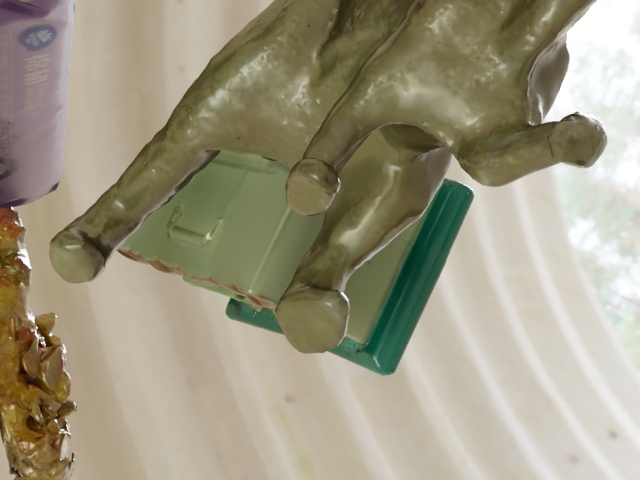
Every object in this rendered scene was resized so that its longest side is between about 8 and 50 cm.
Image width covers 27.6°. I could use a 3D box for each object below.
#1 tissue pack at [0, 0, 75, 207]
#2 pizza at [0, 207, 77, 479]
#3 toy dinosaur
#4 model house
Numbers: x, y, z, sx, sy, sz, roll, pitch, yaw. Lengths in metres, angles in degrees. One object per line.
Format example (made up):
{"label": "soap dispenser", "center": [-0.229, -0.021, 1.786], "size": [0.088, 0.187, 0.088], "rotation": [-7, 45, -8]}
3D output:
{"label": "tissue pack", "center": [-0.289, -0.134, 0.833], "size": [0.242, 0.160, 0.338], "rotation": [-11, -17, -17]}
{"label": "pizza", "center": [-0.276, 0.107, 1.220], "size": [0.074, 0.288, 0.251], "rotation": [-12, -19, -13]}
{"label": "toy dinosaur", "center": [0.025, -0.050, 0.418], "size": [0.077, 0.294, 0.162], "rotation": [48, -125, -22]}
{"label": "model house", "center": [0.000, 0.000, 0.633], "size": [0.149, 0.127, 0.100], "rotation": [30, -100, -40]}
